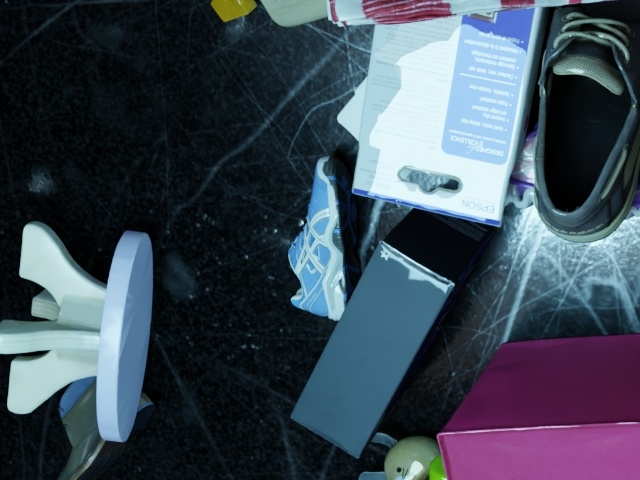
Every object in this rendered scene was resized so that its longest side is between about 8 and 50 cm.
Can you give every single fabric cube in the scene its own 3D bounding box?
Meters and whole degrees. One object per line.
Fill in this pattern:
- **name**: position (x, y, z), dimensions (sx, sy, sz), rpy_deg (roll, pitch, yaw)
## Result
- **fabric cube**: position (0.307, 0.269, 1.541), dimensions (0.254, 0.258, 0.259), rpy_deg (-6, 105, 24)

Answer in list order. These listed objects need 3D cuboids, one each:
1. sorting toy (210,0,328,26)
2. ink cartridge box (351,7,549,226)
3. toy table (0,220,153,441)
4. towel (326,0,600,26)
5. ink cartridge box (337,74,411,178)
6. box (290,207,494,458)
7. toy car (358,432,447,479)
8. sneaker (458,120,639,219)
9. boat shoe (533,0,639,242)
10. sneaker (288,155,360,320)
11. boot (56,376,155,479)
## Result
- **sorting toy**: position (-0.065, -0.337, 1.521), dimensions (0.229, 0.041, 0.307), rpy_deg (53, 154, -19)
- **ink cartridge box**: position (0.147, -0.213, 1.475), dimensions (0.176, 0.069, 0.370), rpy_deg (14, 107, 16)
- **toy table**: position (-0.315, 0.115, 1.780), dimensions (0.161, 0.252, 0.274), rpy_deg (8, 90, 5)
- **towel**: position (0.160, -0.342, 1.358), dimensions (0.329, 0.037, 0.237), rpy_deg (-6, 94, 2)
- **ink cartridge box**: position (0.123, -0.178, 1.571), dimensions (0.115, 0.067, 0.198), rpy_deg (44, 118, 4)
- **box**: position (0.085, 0.098, 1.618), dimensions (0.103, 0.184, 0.261), rpy_deg (32, 118, 11)
- **toy car**: position (0.120, 0.297, 1.708), dimensions (0.188, 0.149, 0.155), rpy_deg (15, 124, 30)
- **sneaker**: position (0.270, -0.084, 1.531), dimensions (0.236, 0.095, 0.104), rpy_deg (9, 103, 21)
- **boat shoe**: position (0.293, -0.175, 1.418), dimensions (0.132, 0.130, 0.355), rpy_deg (5, 89, 15)
- **sneaker**: position (0.000, 0.000, 1.680), dimensions (0.081, 0.080, 0.211), rpy_deg (6, 109, 18)
- **boot**: position (-0.325, 0.261, 1.927), dimensions (0.106, 0.082, 0.219), rpy_deg (49, 114, 17)
